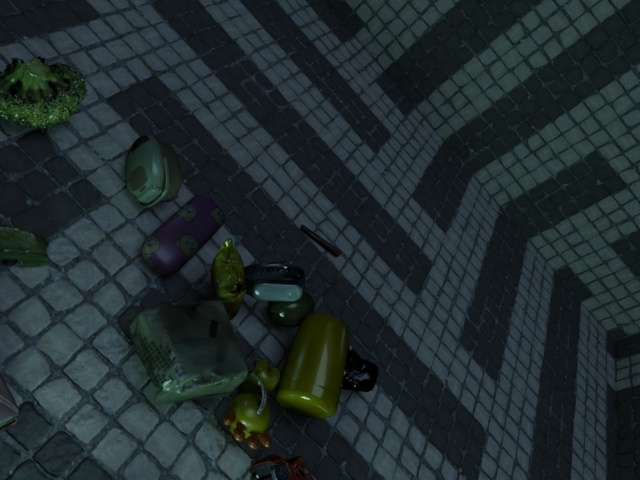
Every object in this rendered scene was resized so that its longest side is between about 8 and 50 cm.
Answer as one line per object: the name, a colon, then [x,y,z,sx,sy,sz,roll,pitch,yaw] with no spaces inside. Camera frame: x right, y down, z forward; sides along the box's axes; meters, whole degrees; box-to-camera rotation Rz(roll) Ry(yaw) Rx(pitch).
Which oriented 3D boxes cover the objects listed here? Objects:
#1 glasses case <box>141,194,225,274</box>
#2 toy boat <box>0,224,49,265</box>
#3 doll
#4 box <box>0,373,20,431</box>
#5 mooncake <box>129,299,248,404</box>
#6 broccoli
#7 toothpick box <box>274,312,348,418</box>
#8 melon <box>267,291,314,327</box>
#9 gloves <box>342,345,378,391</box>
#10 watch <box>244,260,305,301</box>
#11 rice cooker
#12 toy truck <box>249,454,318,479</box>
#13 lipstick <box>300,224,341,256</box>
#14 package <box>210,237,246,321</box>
glasses case: [-0.380,-0.023,1.565,0.123,0.076,0.316,45,40,-9]
toy boat: [-0.740,0.006,1.205,0.293,0.055,0.093,8,54,-41]
doll: [-0.170,0.422,1.405,0.143,0.135,0.221,40,29,-20]
box: [-0.701,0.290,1.013,0.215,0.086,0.215,-22,79,-49]
mooncake: [-0.326,0.273,1.358,0.250,0.136,0.254,-1,57,-47]
broccoli: [-0.733,-0.382,1.405,0.226,0.176,0.198,29,38,-48]
toothpick box: [-0.013,0.342,1.555,0.175,0.175,0.271,32,55,-24]
melon: [-0.084,0.204,1.667,0.167,0.114,0.114,-7,68,-45]
gloves: [0.076,0.388,1.696,0.203,0.124,0.164,21,14,-1]
watch: [-0.146,0.118,1.630,0.206,0.068,0.193,1,18,-16]
rice cooker: [-0.468,-0.194,1.553,0.127,0.145,0.206,5,61,-55]
toy truck: [-0.060,0.633,1.383,0.253,0.107,0.114,54,38,-2]
lipstick: [0.000,0.000,1.967,0.176,0.027,0.027,36,42,-18]
package: [-0.250,0.114,1.505,0.090,0.226,0.168,-6,60,-14]
